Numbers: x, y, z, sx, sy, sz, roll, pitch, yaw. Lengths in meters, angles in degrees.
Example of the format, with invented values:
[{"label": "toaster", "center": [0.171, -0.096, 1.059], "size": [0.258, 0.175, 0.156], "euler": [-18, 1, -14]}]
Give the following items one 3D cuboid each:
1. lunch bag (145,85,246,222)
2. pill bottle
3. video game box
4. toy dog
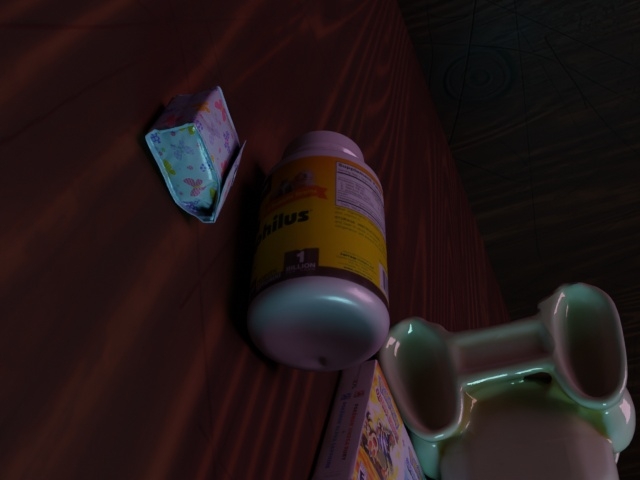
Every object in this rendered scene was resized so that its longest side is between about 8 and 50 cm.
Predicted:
[{"label": "lunch bag", "center": [-0.089, -0.065, 0.561], "size": [0.071, 0.053, 0.083], "euler": [-75, 153, -55]}, {"label": "pill bottle", "center": [0.000, 0.000, 0.656], "size": [0.215, 0.117, 0.117], "euler": [-88, 155, -44]}, {"label": "video game box", "center": [0.062, 0.256, 0.733], "size": [0.187, 0.048, 0.205], "euler": [-70, 140, -65]}, {"label": "toy dog", "center": [0.283, 0.305, 0.942], "size": [0.408, 0.284, 0.395], "euler": [65, 5, -49]}]
